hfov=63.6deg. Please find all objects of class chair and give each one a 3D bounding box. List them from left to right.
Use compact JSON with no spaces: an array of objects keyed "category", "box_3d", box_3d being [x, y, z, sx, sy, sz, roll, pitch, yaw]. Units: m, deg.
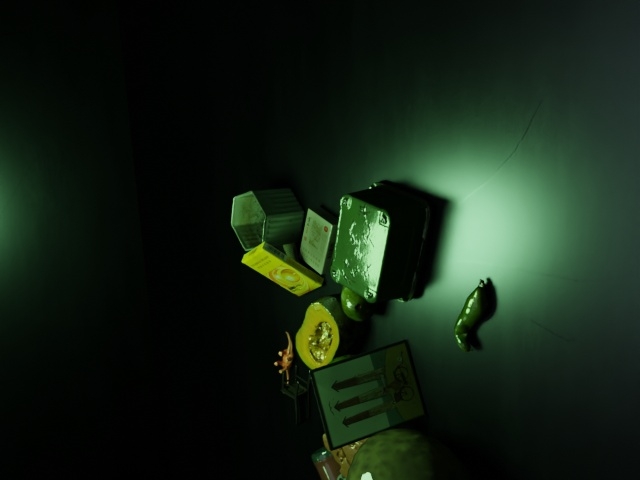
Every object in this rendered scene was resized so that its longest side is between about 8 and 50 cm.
[{"category":"chair","box_3d":[-0.099,0.626,2.073,0.101,0.084,0.213,22,116,42]}]

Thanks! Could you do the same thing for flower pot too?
[{"category":"flower pot","box_3d":[-0.198,-0.079,1.925,0.239,0.189,0.209,58,135,23]}]

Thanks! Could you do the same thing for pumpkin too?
[{"category":"pumpkin","box_3d":[0.020,0.317,1.813,0.222,0.139,0.317,45,134,30]}]

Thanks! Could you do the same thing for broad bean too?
[{"category":"broad bean","box_3d":[0.404,0.201,1.382,0.070,0.048,0.214,31,123,42]}]

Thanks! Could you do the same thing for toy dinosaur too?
[{"category":"toy dinosaur","box_3d":[-0.142,0.504,2.100,0.055,0.101,0.280,21,106,28]}]

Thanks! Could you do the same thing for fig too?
[{"category":"fig","box_3d":[0.113,0.181,1.677,0.156,0.123,0.123,45,131,47]}]

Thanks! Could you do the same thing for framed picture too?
[{"category":"framed picture","box_3d":[0.147,0.464,1.561,0.013,0.323,0.244,151,104,-74]}]

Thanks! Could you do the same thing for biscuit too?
[{"category":"biscuit","box_3d":[0.153,0.693,1.751,0.283,0.043,0.307,32,109,21]}]

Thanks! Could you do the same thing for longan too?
[{"category":"longan","box_3d":[0.246,0.733,1.441,0.391,0.390,0.392,16,112,47]}]

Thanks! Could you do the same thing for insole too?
[{"category":"insole","box_3d":[-0.106,0.068,1.998,0.086,0.005,0.254,-26,80,51]}]

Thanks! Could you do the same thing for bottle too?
[{"category":"bottle","box_3d":[0.095,0.906,1.860,0.144,0.143,0.336,-42,67,47]}]

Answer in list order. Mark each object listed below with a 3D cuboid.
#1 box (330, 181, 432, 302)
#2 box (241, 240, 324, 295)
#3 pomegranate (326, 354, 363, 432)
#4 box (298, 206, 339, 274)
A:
[{"category":"box","box_3d":[0.166,0.015,1.519,0.252,0.177,0.329,26,119,42]},{"category":"box","box_3d":[-0.137,0.109,1.869,0.152,0.269,0.044,-30,34,48]},{"category":"pomegranate","box_3d":[0.100,0.485,1.646,0.211,0.210,0.263,-59,41,40]},{"category":"box","box_3d":[0.000,0.000,1.810,0.141,0.058,0.201,35,126,40]}]
